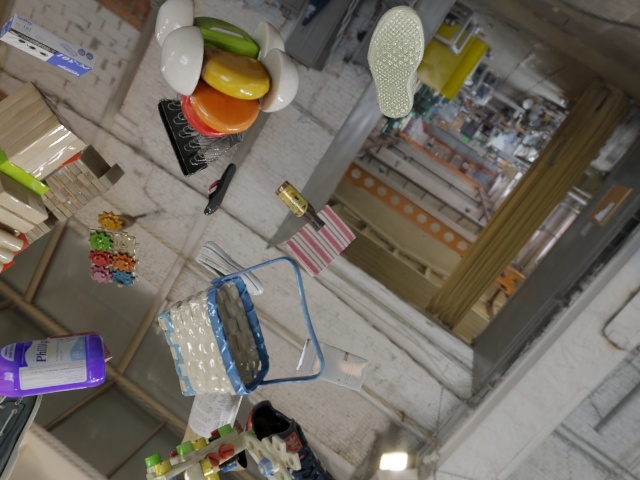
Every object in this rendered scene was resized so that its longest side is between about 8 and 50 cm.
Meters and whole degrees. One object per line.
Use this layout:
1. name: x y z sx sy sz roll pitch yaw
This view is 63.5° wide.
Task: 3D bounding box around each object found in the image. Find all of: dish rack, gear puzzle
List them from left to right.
1. gear puzzle: -0.742 0.039 1.849 0.175 0.339 0.044 11 -144 -8
2. dish rack: -0.293 -0.289 1.268 0.074 0.271 0.208 -25 -84 -36

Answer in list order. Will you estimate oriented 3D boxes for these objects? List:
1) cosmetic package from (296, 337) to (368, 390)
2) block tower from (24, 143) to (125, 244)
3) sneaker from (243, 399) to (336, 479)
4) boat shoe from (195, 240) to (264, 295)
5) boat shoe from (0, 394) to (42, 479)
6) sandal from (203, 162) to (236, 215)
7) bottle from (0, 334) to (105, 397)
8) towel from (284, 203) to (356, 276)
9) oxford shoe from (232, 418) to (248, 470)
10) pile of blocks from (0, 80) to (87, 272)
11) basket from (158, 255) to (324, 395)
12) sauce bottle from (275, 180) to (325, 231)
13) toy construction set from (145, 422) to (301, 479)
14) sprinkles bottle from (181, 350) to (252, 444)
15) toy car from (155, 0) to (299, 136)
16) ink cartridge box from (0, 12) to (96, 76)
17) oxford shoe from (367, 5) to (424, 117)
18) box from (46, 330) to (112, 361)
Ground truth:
1. cosmetic package: 0.044 0.426 1.771 0.231 0.117 0.085 26 165 -32
2. block tower: -0.599 -0.082 1.140 0.097 0.335 0.091 54 -167 -25
3. sneaker: -0.057 0.511 1.195 0.350 0.148 0.131 33 -139 32
4. boat shoe: -0.271 0.101 1.522 0.226 0.083 0.076 41 -120 -12
5. boat shoe: -0.746 0.426 1.206 0.099 0.116 0.319 42 -149 -37
6. sandal: -0.312 -0.158 1.574 0.040 0.179 0.067 24 172 9
7. bottle: -0.581 0.252 1.027 0.283 0.092 0.118 -2 -160 -24
8. towel: 0.000 0.000 1.621 0.144 0.197 0.029 49 166 -12
9. oxford shoe: -0.319 0.646 1.822 0.130 0.348 0.123 -1 -165 22
10. pile of blocks: -0.457 -0.040 0.718 0.149 0.362 0.112 23 165 20
11. basket: -0.155 0.179 1.045 0.201 0.289 0.254 -32 -71 -74
12. sauce bottle: -0.042 -0.073 1.123 0.128 0.042 0.042 43 -162 -4
13. toy construction set: -0.212 0.459 1.068 0.328 0.215 0.151 3 -117 -36
14. sprinkles bottle: -0.262 0.399 1.333 0.121 0.355 0.121 17 -166 -4
15. toy car: -0.125 -0.204 0.646 0.159 0.136 0.182 5 -137 -28
16. ink cartridge box: -0.718 -0.512 1.370 0.097 0.046 0.207 -2 164 43
17. oxford shoe: 0.241 -0.572 1.644 0.169 0.130 0.449 6 158 10
18. box: -0.861 0.402 1.774 0.122 0.128 0.257 55 -173 11
